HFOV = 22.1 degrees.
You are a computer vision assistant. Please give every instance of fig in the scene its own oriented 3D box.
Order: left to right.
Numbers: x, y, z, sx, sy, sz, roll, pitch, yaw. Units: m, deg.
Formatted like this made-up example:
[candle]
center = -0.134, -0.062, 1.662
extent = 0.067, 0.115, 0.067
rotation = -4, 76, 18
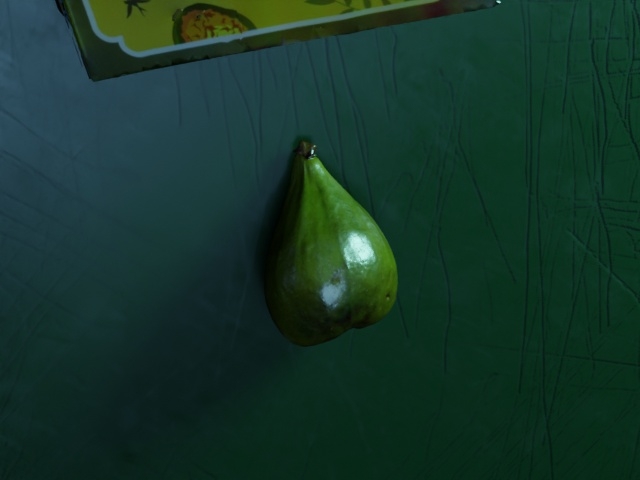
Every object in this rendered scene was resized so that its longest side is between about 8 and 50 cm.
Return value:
[fig]
center = 0.000, 0.010, 1.576
extent = 0.133, 0.127, 0.185
rotation = -13, 118, 8

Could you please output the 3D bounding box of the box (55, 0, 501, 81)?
[box]
center = -0.066, -0.363, 1.330
extent = 0.372, 0.138, 0.420
rotation = -10, 122, 8
